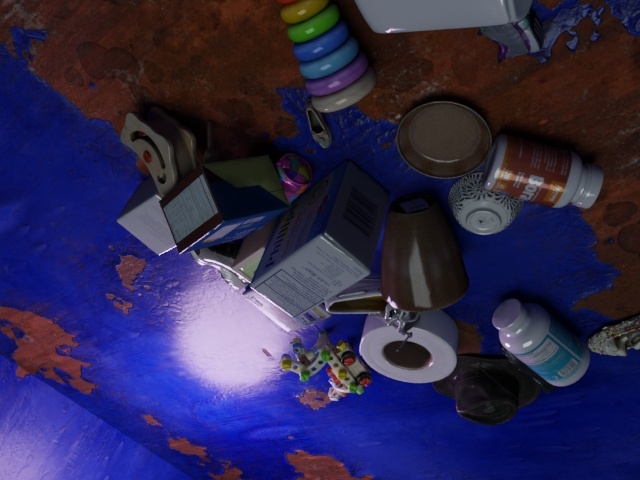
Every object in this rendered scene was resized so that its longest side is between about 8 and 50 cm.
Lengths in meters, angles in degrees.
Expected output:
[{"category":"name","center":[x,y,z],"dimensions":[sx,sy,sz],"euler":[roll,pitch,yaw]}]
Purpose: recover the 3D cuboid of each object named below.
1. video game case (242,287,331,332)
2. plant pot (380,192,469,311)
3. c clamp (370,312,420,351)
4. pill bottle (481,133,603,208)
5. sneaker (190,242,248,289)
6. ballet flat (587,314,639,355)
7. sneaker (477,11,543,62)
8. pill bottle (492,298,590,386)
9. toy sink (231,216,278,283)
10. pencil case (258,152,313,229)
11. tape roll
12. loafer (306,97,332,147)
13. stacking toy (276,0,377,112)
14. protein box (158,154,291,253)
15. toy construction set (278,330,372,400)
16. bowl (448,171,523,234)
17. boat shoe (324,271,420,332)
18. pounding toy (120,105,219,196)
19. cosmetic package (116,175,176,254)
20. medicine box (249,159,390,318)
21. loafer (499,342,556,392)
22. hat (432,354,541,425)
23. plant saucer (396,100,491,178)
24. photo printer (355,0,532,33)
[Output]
[{"category":"video game case","center":[-0.103,0.193,1.857],"dimensions":[0.193,0.023,0.212],"euler":[-27,121,38]},{"category":"plant pot","center":[0.234,0.014,1.438],"dimensions":[0.215,0.215,0.231],"euler":[-1,120,20]},{"category":"c clamp","center":[0.198,0.211,1.664],"dimensions":[0.160,0.137,0.022],"euler":[36,150,32]},{"category":"pill bottle","center":[0.453,-0.136,1.242],"dimensions":[0.216,0.121,0.121],"euler":[15,138,4]},{"category":"sneaker","center":[-0.269,0.033,1.695],"dimensions":[0.108,0.100,0.271],"euler":[-28,134,24]},{"category":"ballet flat","center":[0.793,0.252,1.565],"dimensions":[0.091,0.077,0.241],"euler":[30,137,-14]},{"category":"sneaker","center":[0.298,-0.402,1.050],"dimensions":[0.098,0.083,0.224],"euler":[-17,128,39]},{"category":"pill bottle","center":[0.575,0.261,1.599],"dimensions":[0.264,0.146,0.146],"euler":[38,134,-20]},{"category":"toy sink","center":[-0.096,0.075,1.649],"dimensions":[0.234,0.131,0.152],"euler":[39,134,-22]},{"category":"pencil case","center":[-0.119,-0.115,1.483],"dimensions":[0.104,0.104,0.236],"euler":[36,133,-18]},{"category":"tape roll","center":[0.261,0.300,1.784],"dimensions":[0.286,0.100,0.286],"euler":[10,138,9]},{"category":"loafer","center":[-0.008,-0.253,1.342],"dimensions":[0.045,0.039,0.125],"euler":[-3,134,21]},{"category":"stacking toy","center":[-0.021,-0.410,1.126],"dimensions":[0.141,0.141,0.330],"euler":[-13,124,30]},{"category":"protein box","center":[-0.219,-0.082,1.381],"dimensions":[0.201,0.199,0.136],"euler":[-29,81,44]},{"category":"toy construction set","center":[0.036,0.421,1.952],"dimensions":[0.215,0.151,0.328],"euler":[-31,131,12]},{"category":"bowl","center":[0.372,-0.065,1.377],"dimensions":[0.170,0.080,0.170],"euler":[10,138,9]},{"category":"boat shoe","center":[0.189,0.165,1.595],"dimensions":[0.367,0.157,0.136],"euler":[5,138,-2]},{"category":"pounding toy","center":[-0.332,-0.207,1.429],"dimensions":[0.269,0.154,0.154],"euler":[37,133,26]},{"category":"cosmetic package","center":[-0.393,-0.086,1.570],"dimensions":[0.183,0.151,0.151],"euler":[-23,124,37]},{"category":"medicine box","center":[0.000,0.000,1.438],"dimensions":[0.149,0.264,0.289],"euler":[38,134,-19]},{"category":"loafer","center":[0.607,0.349,1.745],"dimensions":[0.223,0.076,0.078],"euler":[39,98,-13]},{"category":"hat","center":[0.508,0.491,1.875],"dimensions":[0.331,0.134,0.331],"euler":[10,138,9]},{"category":"plant saucer","center":[0.262,-0.219,1.287],"dimensions":[0.198,0.036,0.199],"euler":[10,138,9]},{"category":"photo printer","center":[0.160,-0.460,0.956],"dimensions":[0.307,0.107,0.256],"euler":[13,139,41]}]
